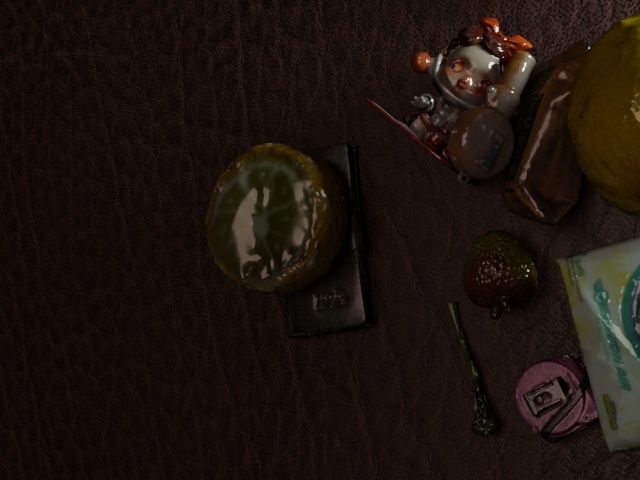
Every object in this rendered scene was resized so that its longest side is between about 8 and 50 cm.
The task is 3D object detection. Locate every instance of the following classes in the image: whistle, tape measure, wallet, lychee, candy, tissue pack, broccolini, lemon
[{"bbox_3d":[0.256,-0.177,1.515,0.057,0.107,0.220,12,71,55],"label":"whistle"},{"bbox_3d":[0.348,0.225,1.504,0.125,0.074,0.118,-37,66,21],"label":"tape measure"},{"bbox_3d":[-0.001,0.000,1.760,0.169,0.044,0.317,-12,76,33],"label":"wallet"},{"bbox_3d":[0.267,0.052,1.554,0.114,0.114,0.146,-22,51,28],"label":"lychee"},{"bbox_3d":[-0.072,-0.035,1.725,0.260,0.118,0.260,-4,83,33],"label":"candy"},{"bbox_3d":[0.540,0.109,1.350,0.388,0.162,0.287,-20,74,29],"label":"tissue pack"},{"bbox_3d":[0.233,0.196,1.600,0.044,0.042,0.218,-21,72,27],"label":"broccolini"},{"bbox_3d":[0.340,-0.159,1.533,0.143,0.101,0.271,-162,84,-77],"label":"candy"},{"bbox_3d":[0.460,-0.172,1.368,0.268,0.268,0.322,-11,51,30],"label":"lemon"}]

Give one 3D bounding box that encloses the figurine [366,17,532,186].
[{"bbox_3d":[0.226,-0.235,1.600,0.183,0.160,0.226,43,99,27],"label":"figurine"}]
